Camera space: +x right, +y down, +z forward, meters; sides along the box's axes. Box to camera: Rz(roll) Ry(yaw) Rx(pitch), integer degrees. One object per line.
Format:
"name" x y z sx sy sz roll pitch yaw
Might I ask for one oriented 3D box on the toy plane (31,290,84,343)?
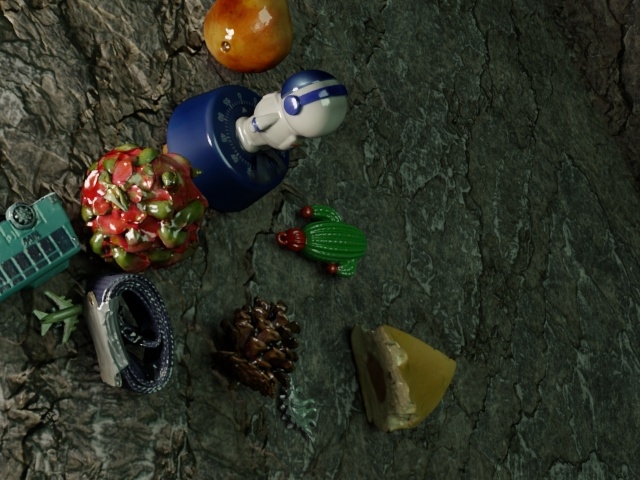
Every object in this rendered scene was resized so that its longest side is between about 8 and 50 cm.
"toy plane" -0.477 0.137 1.687 0.111 0.040 0.102 -19 91 -44

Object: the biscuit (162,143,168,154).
"biscuit" -0.307 -0.154 1.943 0.140 0.023 0.118 -12 85 -43

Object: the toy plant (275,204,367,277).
"toy plant" 0.007 -0.009 2.134 0.240 0.088 0.154 30 60 -26

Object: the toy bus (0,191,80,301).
"toy bus" -0.554 0.030 1.595 0.256 0.128 0.147 -38 104 -40

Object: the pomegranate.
"pomegranate" -0.158 -0.476 2.055 0.209 0.209 0.209 14 67 -38

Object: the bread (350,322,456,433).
"bread" 0.159 0.328 2.102 0.224 0.184 0.211 37 61 -25

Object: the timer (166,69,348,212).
"timer" -0.102 -0.239 1.889 0.270 0.384 0.270 26 54 -41

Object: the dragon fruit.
"dragon fruit" -0.334 -0.049 1.729 0.231 0.302 0.237 1 58 -2

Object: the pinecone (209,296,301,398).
"pinecone" -0.128 0.211 1.887 0.185 0.169 0.212 66 25 -47

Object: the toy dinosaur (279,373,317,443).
"toy dinosaur" -0.057 0.349 1.994 0.082 0.039 0.208 -19 89 -42

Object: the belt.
"belt" -0.363 0.171 1.699 0.140 0.126 0.230 -21 102 -34
